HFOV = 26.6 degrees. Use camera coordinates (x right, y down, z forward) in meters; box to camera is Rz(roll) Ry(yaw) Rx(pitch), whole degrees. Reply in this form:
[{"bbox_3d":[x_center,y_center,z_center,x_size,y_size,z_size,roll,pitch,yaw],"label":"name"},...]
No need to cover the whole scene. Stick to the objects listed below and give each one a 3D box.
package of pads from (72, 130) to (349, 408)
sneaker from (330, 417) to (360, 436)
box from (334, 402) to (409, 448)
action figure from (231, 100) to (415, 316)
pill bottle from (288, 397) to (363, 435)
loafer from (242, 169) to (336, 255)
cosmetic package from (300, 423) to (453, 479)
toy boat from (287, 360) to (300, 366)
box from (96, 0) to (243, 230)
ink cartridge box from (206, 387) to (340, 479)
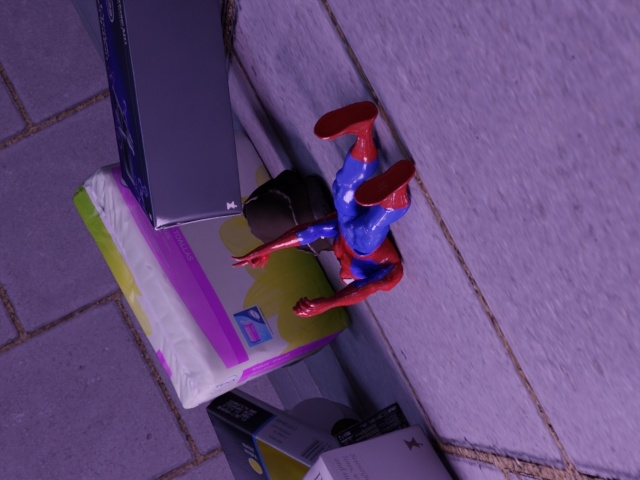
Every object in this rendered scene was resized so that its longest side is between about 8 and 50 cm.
[{"bbox_3d":[-0.123,0.024,1.603,0.101,0.229,0.296,-43,73,47],"label":"package of pads"},{"bbox_3d":[0.075,0.288,1.824,0.188,0.066,0.071,45,150,44],"label":"sneaker"},{"bbox_3d":[0.068,0.238,1.583,0.067,0.083,0.018,61,171,6],"label":"box"},{"bbox_3d":[0.000,0.000,1.071,0.091,0.139,0.280,61,174,18],"label":"action figure"},{"bbox_3d":[0.012,0.336,2.035,0.146,0.146,0.264,57,170,34],"label":"pill bottle"},{"bbox_3d":[-0.033,-0.018,1.388,0.080,0.078,0.220,64,172,-11],"label":"loafer"},{"bbox_3d":[0.026,0.405,1.497,0.217,0.156,0.385,56,137,28],"label":"cosmetic package"},{"bbox_3d":[-0.105,0.026,1.862,0.318,0.148,0.267,56,178,-9],"label":"toy boat"},{"bbox_3d":[-0.163,-0.167,1.415,0.184,0.103,0.261,-138,38,-61],"label":"box"},{"bbox_3d":[-0.003,0.373,1.859,0.304,0.072,0.307,18,136,44],"label":"ink cartridge box"}]
